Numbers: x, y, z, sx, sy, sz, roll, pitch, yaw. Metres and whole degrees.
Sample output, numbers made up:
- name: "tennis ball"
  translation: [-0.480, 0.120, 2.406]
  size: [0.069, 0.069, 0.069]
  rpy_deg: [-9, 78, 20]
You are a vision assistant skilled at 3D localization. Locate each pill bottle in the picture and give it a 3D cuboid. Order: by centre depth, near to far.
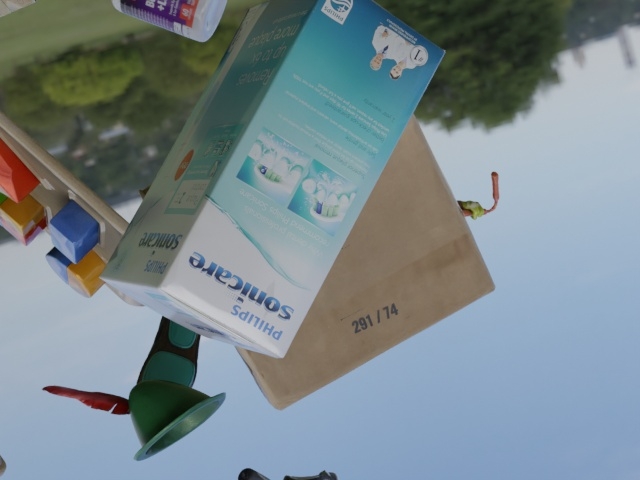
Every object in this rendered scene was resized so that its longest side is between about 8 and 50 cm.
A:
- name: "pill bottle"
  translation: [-0.241, -0.373, 1.986]
  size: [0.193, 0.108, 0.108]
  rpy_deg: [21, -165, 6]

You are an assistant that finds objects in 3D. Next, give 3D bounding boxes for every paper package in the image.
- name: "paper package"
  translation: [0.000, 0.000, 1.665]
  size: [0.325, 0.309, 0.168]
  rpy_deg: [-31, -152, -4]

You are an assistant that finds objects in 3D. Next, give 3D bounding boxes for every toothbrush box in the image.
- name: "toothbrush box"
  translation: [-0.048, -0.061, 1.171]
  size: [0.295, 0.126, 0.216]
  rpy_deg: [-63, -160, -8]

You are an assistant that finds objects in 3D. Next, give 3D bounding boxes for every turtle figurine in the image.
- name: "turtle figurine"
  translation: [0.162, 0.003, 2.017]
  size: [0.217, 0.087, 0.269]
  rpy_deg: [-48, 176, -32]

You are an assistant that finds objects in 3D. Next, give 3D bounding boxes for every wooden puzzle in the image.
- name: "wooden puzzle"
  translation: [-0.382, -0.035, 1.899]
  size: [0.080, 0.348, 0.322]
  rpy_deg: [-52, 175, -20]

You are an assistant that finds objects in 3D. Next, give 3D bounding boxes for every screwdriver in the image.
- name: "screwdriver"
  translation: [-0.029, 0.271, 1.364]
  size: [0.025, 0.170, 0.024]
  rpy_deg: [19, -109, 43]

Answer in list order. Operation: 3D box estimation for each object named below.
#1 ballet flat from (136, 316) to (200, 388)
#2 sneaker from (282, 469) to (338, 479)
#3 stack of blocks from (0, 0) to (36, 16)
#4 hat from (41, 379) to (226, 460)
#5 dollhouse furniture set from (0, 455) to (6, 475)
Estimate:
- name: "ballet flat"
  translation: [-0.260, 0.211, 2.380]
  size: [0.096, 0.095, 0.280]
  rpy_deg: [120, -10, -49]
- name: "sneaker"
  translation: [0.052, 0.467, 2.209]
  size: [0.282, 0.153, 0.099]
  rpy_deg: [14, 174, 6]
- name: "stack of blocks"
  translation: [-0.518, -0.475, 1.916]
  size: [0.087, 0.297, 0.171]
  rpy_deg: [-18, -128, 17]
- name: "hat"
  translation: [-0.282, 0.234, 2.170]
  size: [0.173, 0.183, 0.208]
  rpy_deg: [-45, 166, 32]
- name: "dollhouse furniture set"
  translation: [-0.468, 0.167, 1.717]
  size: [0.303, 0.174, 0.355]
  rpy_deg: [-13, 140, -55]
